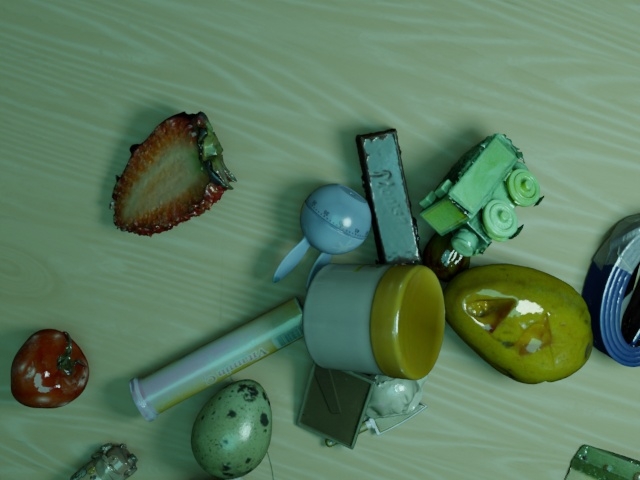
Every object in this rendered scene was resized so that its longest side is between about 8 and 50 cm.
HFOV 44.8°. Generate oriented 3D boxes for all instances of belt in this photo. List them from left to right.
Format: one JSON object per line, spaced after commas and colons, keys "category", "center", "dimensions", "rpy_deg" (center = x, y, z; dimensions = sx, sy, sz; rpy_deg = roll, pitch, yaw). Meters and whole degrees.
{"category": "belt", "center": [0.728, 0.110, 1.776], "dimensions": [0.213, 0.117, 0.346], "rpy_deg": [18, 96, -5]}

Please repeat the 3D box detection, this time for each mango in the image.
{"category": "mango", "center": [0.436, 0.178, 1.729], "dimensions": [0.365, 0.182, 0.252], "rpy_deg": [25, 105, -8]}

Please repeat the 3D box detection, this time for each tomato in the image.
{"category": "tomato", "center": [-0.611, 0.288, 1.723], "dimensions": [0.151, 0.187, 0.187], "rpy_deg": [-15, 97, 21]}

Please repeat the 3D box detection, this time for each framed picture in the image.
{"category": "framed picture", "center": [0.033, 0.371, 1.773], "dimensions": [0.150, 0.015, 0.203], "rpy_deg": [20, 117, 12]}

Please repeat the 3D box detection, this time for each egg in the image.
{"category": "egg", "center": [-0.194, 0.421, 1.746], "dimensions": [0.177, 0.177, 0.228], "rpy_deg": [21, 83, -4]}

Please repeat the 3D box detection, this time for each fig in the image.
{"category": "fig", "center": [0.294, 0.017, 1.762], "dimensions": [0.109, 0.103, 0.154], "rpy_deg": [28, 82, -41]}

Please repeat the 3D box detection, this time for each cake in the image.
{"category": "cake", "center": [0.745, 0.602, 1.859], "dimensions": [0.284, 0.172, 0.158], "rpy_deg": [20, 88, 29]}

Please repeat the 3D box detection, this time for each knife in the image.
{"category": "knife", "center": [0.133, 0.436, 1.832], "dimensions": [0.256, 0.022, 0.046], "rpy_deg": [-23, 75, -3]}

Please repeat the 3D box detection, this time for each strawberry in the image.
{"category": "strawberry", "center": [-0.328, -0.137, 1.725], "dimensions": [0.306, 0.138, 0.233], "rpy_deg": [-27, 76, 26]}

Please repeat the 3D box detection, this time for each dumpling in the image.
{"category": "dumpling", "center": [0.165, 0.355, 1.787], "dimensions": [0.188, 0.108, 0.127], "rpy_deg": [-16, 105, -13]}

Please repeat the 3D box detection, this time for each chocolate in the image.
{"category": "chocolate", "center": [0.157, -0.088, 1.738], "dimensions": [0.112, 0.112, 0.321], "rpy_deg": [-10, 96, 2]}

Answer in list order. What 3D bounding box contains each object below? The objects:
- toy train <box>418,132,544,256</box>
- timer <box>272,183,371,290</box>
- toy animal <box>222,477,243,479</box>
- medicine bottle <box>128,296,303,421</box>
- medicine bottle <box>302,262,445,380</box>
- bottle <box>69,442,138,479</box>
{"category": "toy train", "center": [0.352, -0.093, 1.692], "dimensions": [0.188, 0.159, 0.271], "rpy_deg": [44, 62, -5]}
{"category": "timer", "center": [0.000, -0.021, 1.738], "dimensions": [0.175, 0.175, 0.255], "rpy_deg": [48, 122, -6]}
{"category": "toy animal", "center": [-0.254, 0.635, 1.773], "dimensions": [0.204, 0.156, 0.208], "rpy_deg": [-14, 106, 1]}
{"category": "medicine bottle", "center": [-0.219, 0.267, 1.767], "dimensions": [0.426, 0.108, 0.108], "rpy_deg": [-27, 96, -1]}
{"category": "medicine bottle", "center": [0.116, 0.166, 1.648], "dimensions": [0.232, 0.238, 0.237], "rpy_deg": [2, 97, 33]}
{"category": "bottle", "center": [-0.493, 0.532, 1.790], "dimensions": [0.152, 0.099, 0.099], "rpy_deg": [-40, 96, -1]}
